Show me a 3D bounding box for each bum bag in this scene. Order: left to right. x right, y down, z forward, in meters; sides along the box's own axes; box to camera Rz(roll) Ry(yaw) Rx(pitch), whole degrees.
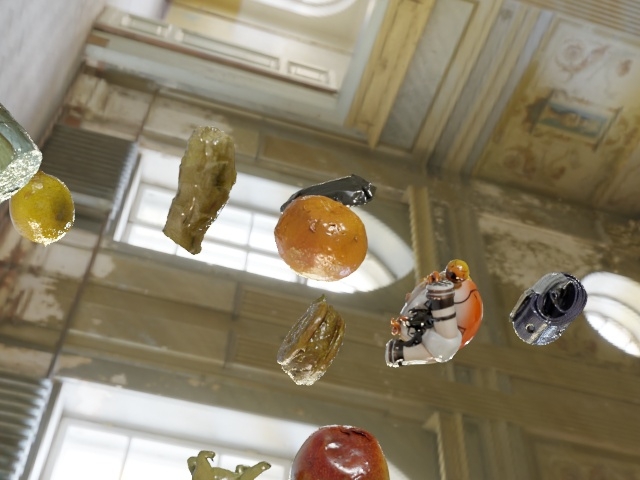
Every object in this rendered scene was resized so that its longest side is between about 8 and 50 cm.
[{"bbox_3d":[0.025,-0.138,2.532,0.142,0.326,0.080,-99,175,-49],"label":"bum bag"}]

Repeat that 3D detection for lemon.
[{"bbox_3d":[-0.842,-0.098,2.333,0.188,0.188,0.257,-95,-176,-61],"label":"lemon"}]

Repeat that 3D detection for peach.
[{"bbox_3d":[0.041,0.508,1.649,0.231,0.231,0.231,-166,-90,-80],"label":"peach"}]

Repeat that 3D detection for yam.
[{"bbox_3d":[-0.827,-0.238,1.885,0.202,0.271,0.201,-42,177,-2],"label":"yam"}]

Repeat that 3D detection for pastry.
[{"bbox_3d":[-0.022,0.298,2.237,0.240,0.132,0.235,-50,-174,8],"label":"pastry"}]

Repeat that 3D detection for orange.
[{"bbox_3d":[0.000,0.000,1.551,0.193,0.193,0.161,-100,-148,-67],"label":"orange"}]

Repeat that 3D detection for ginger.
[{"bbox_3d":[-0.245,-0.105,1.602,0.116,0.109,0.263,-4,117,-61],"label":"ginger"}]

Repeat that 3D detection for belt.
[{"bbox_3d":[0.593,0.180,2.019,0.230,0.139,0.126,-33,158,-40],"label":"belt"}]

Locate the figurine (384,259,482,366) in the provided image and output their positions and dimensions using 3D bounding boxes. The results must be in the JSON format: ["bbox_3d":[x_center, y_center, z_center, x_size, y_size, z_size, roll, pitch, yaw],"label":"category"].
[{"bbox_3d":[0.297,0.192,1.934,0.320,0.196,0.323,-57,169,23],"label":"figurine"}]

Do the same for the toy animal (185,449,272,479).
[{"bbox_3d":[-0.188,0.515,1.637,0.103,0.218,0.101,100,2,-60],"label":"toy animal"}]
